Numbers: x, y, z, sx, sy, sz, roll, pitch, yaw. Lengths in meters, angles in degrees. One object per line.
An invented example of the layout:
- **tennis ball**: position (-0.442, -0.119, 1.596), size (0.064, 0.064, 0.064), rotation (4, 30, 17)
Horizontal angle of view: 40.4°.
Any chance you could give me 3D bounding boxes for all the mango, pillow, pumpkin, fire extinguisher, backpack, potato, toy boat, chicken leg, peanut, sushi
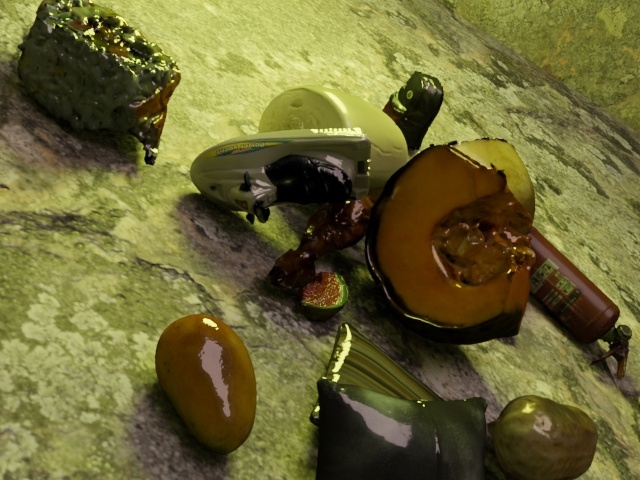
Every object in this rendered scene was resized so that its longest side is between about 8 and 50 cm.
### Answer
- **mango**: position (-0.124, 0.160, 0.986), size (0.111, 0.089, 0.163), rotation (-21, 73, -45)
- **pillow**: position (0.097, 0.264, 1.020), size (0.249, 0.106, 0.186), rotation (11, 72, -28)
- **pumpkin**: position (0.213, 0.016, 1.393), size (0.225, 0.256, 0.303), rotation (28, 67, -57)
- **pillow**: position (0.087, 0.229, 1.159), size (0.208, 0.052, 0.212), rotation (40, 29, -9)
- **fire extinguisher**: position (0.500, 0.130, 1.749), size (0.337, 0.106, 0.147), rotation (46, 54, 14)
- **backpack**: position (0.204, -0.297, 1.951), size (0.105, 0.165, 0.120), rotation (14, 32, -21)
- **potato**: position (0.308, -0.071, 1.704), size (0.285, 0.242, 0.242), rotation (8, 41, -50)
- **toy boat**: position (-0.054, -0.092, 1.309), size (0.269, 0.141, 0.141), rotation (-13, 48, -11)
- **chicken leg**: position (0.000, 0.000, 1.357), size (0.093, 0.113, 0.304), rotation (62, 34, -13)
- **peanut**: position (0.329, 0.294, 1.280), size (0.224, 0.129, 0.129), rotation (22, 31, -45)
- **sushi**: position (-0.319, -0.248, 1.289), size (0.274, 0.139, 0.184), rotation (34, 30, 4)

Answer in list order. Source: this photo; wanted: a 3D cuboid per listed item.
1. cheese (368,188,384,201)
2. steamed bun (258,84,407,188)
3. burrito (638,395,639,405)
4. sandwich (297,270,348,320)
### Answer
- **cheese**: position (0.149, -0.025, 1.585), size (0.093, 0.126, 0.171), rotation (-3, 67, -59)
- **steamed bun**: position (0.025, -0.184, 1.521), size (0.200, 0.155, 0.250), rotation (3, 19, -45)
- **burrito**: position (0.689, 0.364, 1.663), size (0.203, 0.064, 0.064), rotation (51, 31, 20)
- **sandwich**: position (0.003, 0.084, 1.299), size (0.067, 0.029, 0.135), rotation (37, 29, 8)
